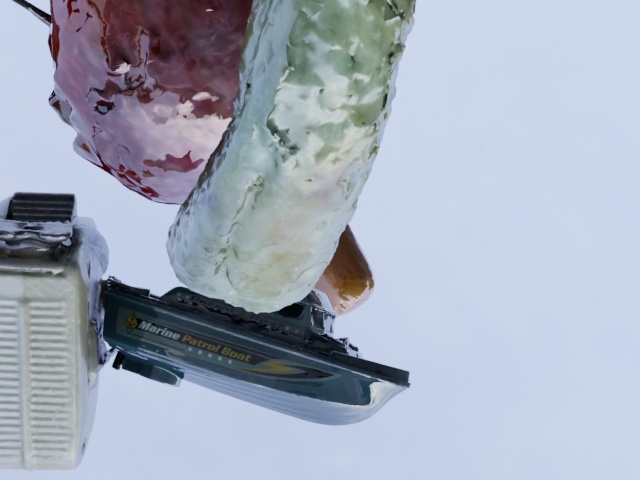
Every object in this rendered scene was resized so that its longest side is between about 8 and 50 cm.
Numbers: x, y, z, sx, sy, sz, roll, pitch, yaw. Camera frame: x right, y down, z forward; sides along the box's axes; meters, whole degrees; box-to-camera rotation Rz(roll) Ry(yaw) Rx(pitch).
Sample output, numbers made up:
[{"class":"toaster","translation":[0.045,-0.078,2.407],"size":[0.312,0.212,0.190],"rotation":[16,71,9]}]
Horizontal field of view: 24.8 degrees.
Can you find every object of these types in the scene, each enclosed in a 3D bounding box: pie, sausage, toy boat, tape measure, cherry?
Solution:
[{"class":"pie","translation":[0.008,-0.114,0.585],"size":[0.067,0.302,0.302],"rotation":[18,-136,-4]},{"class":"sausage","translation":[0.000,0.000,2.031],"size":[0.098,0.098,0.238],"rotation":[-4,-128,-37]},{"class":"toy boat","translation":[-0.055,0.093,1.344],"size":[0.296,0.122,0.114],"rotation":[13,175,18]},{"class":"tape measure","translation":[-0.256,0.057,1.381],"size":[0.133,0.271,0.231],"rotation":[1,-152,-3]},{"class":"cherry","translation":[-0.050,-0.127,0.885],"size":[0.192,0.250,0.175],"rotation":[55,-170,-43]}]
